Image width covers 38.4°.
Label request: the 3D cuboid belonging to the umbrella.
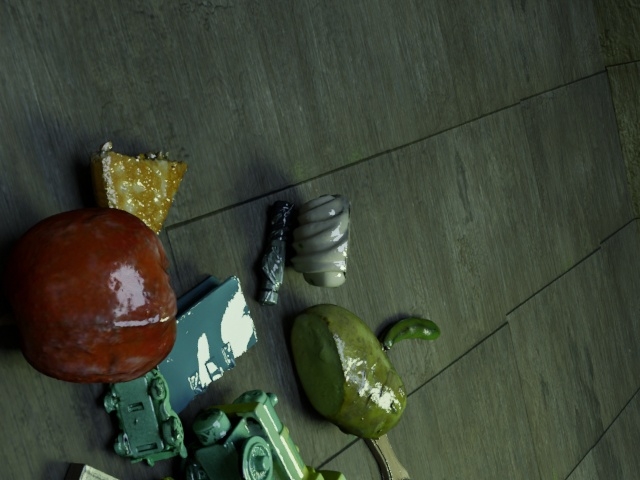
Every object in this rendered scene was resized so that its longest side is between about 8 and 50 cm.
[{"bbox_3d":[-0.082,0.020,1.606,0.050,0.046,0.188,20,71,-29],"label":"umbrella"}]

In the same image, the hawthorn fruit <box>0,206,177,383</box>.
[{"bbox_3d":[-0.322,0.080,1.185,0.272,0.242,0.241,-10,93,-21],"label":"hawthorn fruit"}]

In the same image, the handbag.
[{"bbox_3d":[-0.192,0.160,1.439,0.221,0.057,0.144,-39,119,-47],"label":"handbag"}]

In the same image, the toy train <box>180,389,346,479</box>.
[{"bbox_3d":[-0.078,0.392,1.480,0.368,0.150,0.237,66,33,-20],"label":"toy train"}]

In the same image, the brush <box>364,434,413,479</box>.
[{"bbox_3d":[0.156,0.460,1.820,0.070,0.065,0.327,-43,116,-43],"label":"brush"}]

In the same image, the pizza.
[{"bbox_3d":[-0.270,-0.076,1.375,0.199,0.062,0.188,-43,130,-52],"label":"pizza"}]

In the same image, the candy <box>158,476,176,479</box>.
[{"bbox_3d":[-0.281,0.427,1.286,0.262,0.073,0.077,-33,137,-41],"label":"candy"}]

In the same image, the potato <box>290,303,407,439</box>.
[{"bbox_3d":[0.045,0.236,1.659,0.298,0.141,0.176,54,39,-20],"label":"potato"}]

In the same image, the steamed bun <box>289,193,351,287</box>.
[{"bbox_3d":[0.000,0.000,1.638,0.183,0.106,0.182,3,90,-89],"label":"steamed bun"}]

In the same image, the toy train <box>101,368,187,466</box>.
[{"bbox_3d":[-0.249,0.259,1.330,0.081,0.099,0.149,-26,99,-85],"label":"toy train"}]

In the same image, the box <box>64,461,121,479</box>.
[{"bbox_3d":[-0.319,0.358,1.261,0.079,0.035,0.083,41,54,-40],"label":"box"}]

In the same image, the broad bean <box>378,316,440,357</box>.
[{"bbox_3d":[0.184,0.195,1.912,0.227,0.039,0.069,-14,89,-50],"label":"broad bean"}]
